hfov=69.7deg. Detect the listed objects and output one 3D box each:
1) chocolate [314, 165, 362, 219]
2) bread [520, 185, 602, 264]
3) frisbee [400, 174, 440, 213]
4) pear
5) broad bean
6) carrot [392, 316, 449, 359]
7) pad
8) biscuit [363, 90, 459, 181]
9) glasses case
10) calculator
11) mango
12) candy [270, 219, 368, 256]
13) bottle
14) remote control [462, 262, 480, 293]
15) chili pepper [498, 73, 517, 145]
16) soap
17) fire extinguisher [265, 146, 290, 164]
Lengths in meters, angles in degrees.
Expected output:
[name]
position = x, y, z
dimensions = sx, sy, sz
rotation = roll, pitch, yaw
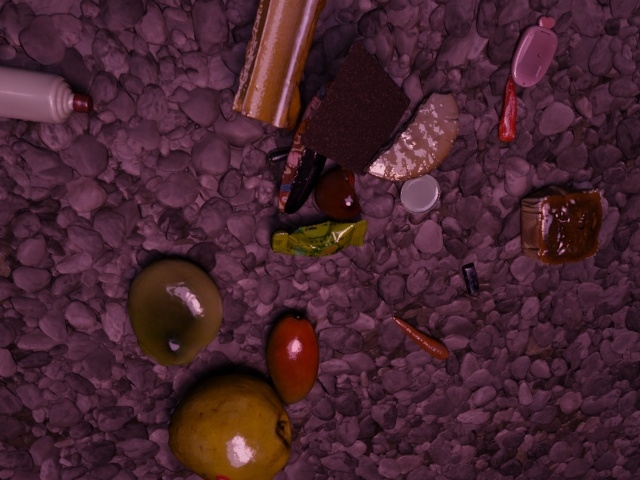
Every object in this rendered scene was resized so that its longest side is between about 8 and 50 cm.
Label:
[chocolate]
position = 0.051, -0.111, 1.112
dimensions = 0.124, 0.133, 0.127
rotation = 41, 96, -16
[bread]
position = 0.652, -0.041, 1.244
dimensions = 0.192, 0.110, 0.210
rotation = -9, 110, -7
[frisbee]
position = 0.260, -0.122, 1.203
dimensions = 0.110, 0.014, 0.110
rotation = -2, 109, -7
[pear]
position = -0.252, 0.499, 1.217
dimensions = 0.374, 0.287, 0.288
rotation = -5, 113, 24
[broad bean]
position = -0.363, 0.184, 1.159
dimensions = 0.237, 0.119, 0.291
rotation = 1, 107, 0
[carrot]
position = 0.290, 0.283, 1.340
dimensions = 0.216, 0.048, 0.048
rotation = 35, 101, -13
[pad]
position = 0.088, -0.265, 1.005
dimensions = 0.004, 0.330, 0.220
rotation = 38, 102, 26
[biscuit]
position = 0.250, -0.236, 1.129
dimensions = 0.141, 0.038, 0.290
rotation = 42, 92, -10
[glasses case]
position = -0.024, -0.199, 1.033
dimensions = 0.082, 0.122, 0.321
rotation = 25, 125, 3
[calculator]
position = 0.523, -0.459, 1.120
dimensions = 0.103, 0.024, 0.166
rotation = 13, 108, -13
[mango]
position = -0.074, 0.335, 1.256
dimensions = 0.145, 0.129, 0.289
rotation = -7, 118, -5
[candy]
position = 0.000, 0.000, 1.146
dimensions = 0.246, 0.149, 0.069
rotation = -10, 70, -11
[bottle]
position = -0.606, -0.301, 0.954
dimensions = 0.244, 0.104, 0.104
rotation = 6, 108, -11
[remote control]
position = 0.432, 0.111, 1.314
dimensions = 0.039, 0.014, 0.096
rotation = -20, 112, -2
[chili pepper]
position = 0.477, -0.325, 1.158
dimensions = 0.045, 0.027, 0.178
rotation = -5, 108, -7
[soap]
position = -0.077, -0.375, 0.933
dimensions = 0.142, 0.259, 0.281
rotation = 17, 104, -8
[fire extinguisher]
position = -0.096, -0.207, 1.112
dimensions = 0.083, 0.025, 0.038
rotation = -16, 74, -3
